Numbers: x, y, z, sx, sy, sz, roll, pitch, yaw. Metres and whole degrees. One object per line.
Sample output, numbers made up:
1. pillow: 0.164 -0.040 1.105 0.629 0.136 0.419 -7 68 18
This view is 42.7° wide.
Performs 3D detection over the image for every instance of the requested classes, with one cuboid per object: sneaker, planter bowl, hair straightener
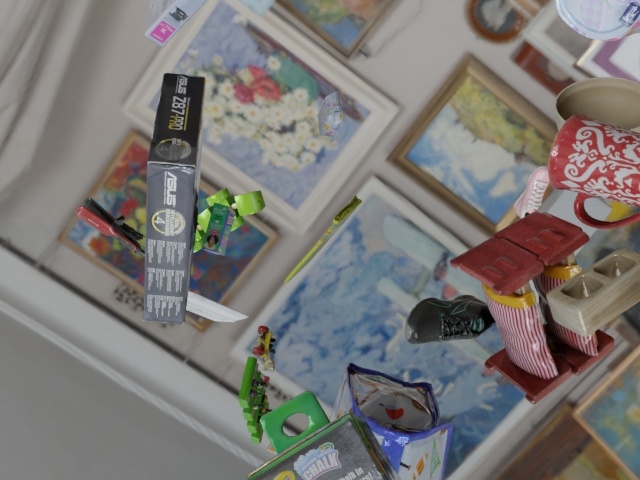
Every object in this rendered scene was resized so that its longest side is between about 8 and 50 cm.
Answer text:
1. sneaker: 0.301 0.178 1.850 0.267 0.101 0.106 -13 -162 -39
2. planter bowl: 0.478 -0.186 1.381 0.162 0.162 0.109 -121 14 -47
3. hair straightener: -0.510 -0.038 2.104 0.230 0.047 0.089 33 -142 -13
4. sneaker: 0.488 -0.099 1.850 0.050 0.134 0.070 14 -145 -15

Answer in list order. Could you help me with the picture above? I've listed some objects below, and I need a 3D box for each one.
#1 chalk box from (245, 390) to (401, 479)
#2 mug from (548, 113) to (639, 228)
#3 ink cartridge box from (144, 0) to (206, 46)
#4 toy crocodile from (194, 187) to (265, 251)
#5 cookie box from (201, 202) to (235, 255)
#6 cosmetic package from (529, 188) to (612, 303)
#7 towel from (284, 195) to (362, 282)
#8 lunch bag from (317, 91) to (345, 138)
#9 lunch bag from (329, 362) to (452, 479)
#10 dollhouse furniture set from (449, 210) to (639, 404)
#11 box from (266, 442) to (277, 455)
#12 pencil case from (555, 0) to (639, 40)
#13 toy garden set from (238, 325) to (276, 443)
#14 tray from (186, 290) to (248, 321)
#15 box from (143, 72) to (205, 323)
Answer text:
1. chalk box: 0.014 0.269 0.875 0.213 0.132 0.132 60 -179 17
2. mug: 0.426 -0.092 1.145 0.169 0.113 0.150 23 154 40
3. ink cartridge box: -0.287 -0.604 1.872 0.065 0.311 0.186 27 -137 -32
4. toy crocodile: -0.311 -0.056 2.276 0.115 0.340 0.105 60 -161 -8
5. cookie box: -0.229 -0.024 1.853 0.040 0.107 0.092 13 175 5
6. cosmetic package: 0.438 0.001 1.570 0.107 0.238 0.127 34 -175 3
7. towel: 0.000 0.000 1.717 0.021 0.237 0.102 44 -136 4
8. lunch bag: 0.028 -0.283 1.844 0.053 0.083 0.071 8 -137 -15
9. lunch bag: 0.117 0.460 1.600 0.238 0.328 0.385 12 -174 1
10. dollhouse furniture set: 0.339 0.122 0.997 0.374 0.152 0.201 36 153 61
11. box: -0.084 0.583 2.219 0.081 0.028 0.136 43 157 -32
12. pencil case: 0.398 -0.323 1.025 0.113 0.124 0.273 42 -143 21
13. toy garden set: -0.133 0.341 1.936 0.049 0.244 0.204 5 -126 9
14. tray: -0.347 0.188 2.342 0.145 0.030 0.270 -1 158 43
15. box: -0.290 -0.083 1.623 0.097 0.395 0.318 6 -141 -6
